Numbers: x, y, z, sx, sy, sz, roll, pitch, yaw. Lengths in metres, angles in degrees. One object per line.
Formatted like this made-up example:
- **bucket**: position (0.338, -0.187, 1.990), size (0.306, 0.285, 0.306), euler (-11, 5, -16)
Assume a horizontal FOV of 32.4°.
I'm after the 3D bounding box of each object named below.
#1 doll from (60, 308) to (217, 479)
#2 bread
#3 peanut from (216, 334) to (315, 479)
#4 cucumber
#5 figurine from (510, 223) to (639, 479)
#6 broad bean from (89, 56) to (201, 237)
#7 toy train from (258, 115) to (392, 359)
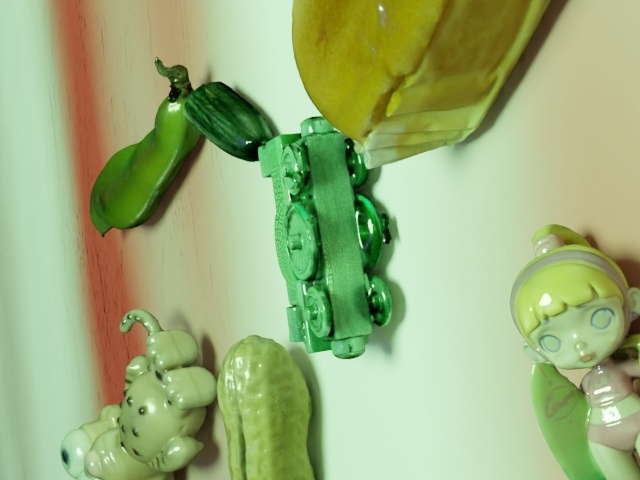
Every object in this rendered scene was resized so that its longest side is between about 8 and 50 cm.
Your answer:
- **doll**: position (-0.184, 0.199, 1.126), size (0.154, 0.119, 0.278), euler (52, 133, 35)
- **bread**: position (0.062, -0.169, 0.643), size (0.136, 0.107, 0.241), euler (63, 144, 34)
- **peanut**: position (-0.041, 0.162, 0.920), size (0.080, 0.080, 0.174), euler (14, 113, 57)
- **cucumber**: position (-0.072, -0.096, 0.939), size (0.105, 0.048, 0.048), euler (43, 132, 44)
- **figurine**: position (0.155, 0.080, 0.596), size (0.083, 0.083, 0.187), euler (-33, 81, 56)
- **broad bean**: position (-0.172, -0.078, 1.097), size (0.075, 0.067, 0.325), euler (46, 141, 0)
- **toy train**: position (0.000, 0.000, 0.819), size (0.104, 0.071, 0.178), euler (164, 98, -67)
